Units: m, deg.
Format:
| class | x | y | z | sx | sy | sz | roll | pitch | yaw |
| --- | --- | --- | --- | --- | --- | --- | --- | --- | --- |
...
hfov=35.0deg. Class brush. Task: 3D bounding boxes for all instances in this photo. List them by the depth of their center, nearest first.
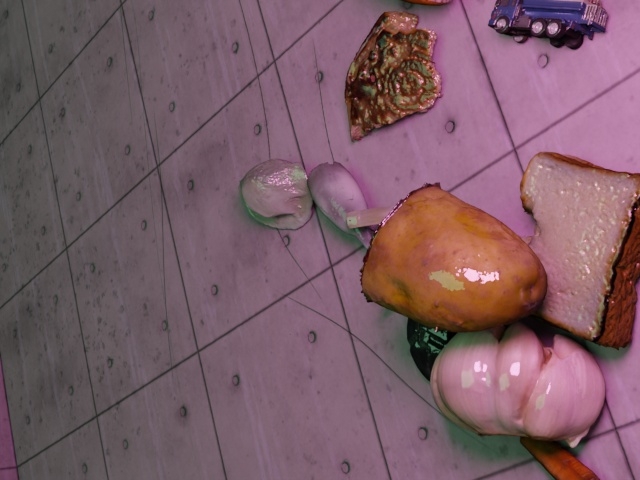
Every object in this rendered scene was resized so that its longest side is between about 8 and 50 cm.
| class | x | y | z | sx | sy | sz | roll | pitch | yaw |
| --- | --- | --- | --- | --- | --- | --- | --- | --- | --- |
| brush | 0.133 | -0.051 | 1.880 | 0.179 | 0.030 | 0.033 | -10 | 89 | 11 |

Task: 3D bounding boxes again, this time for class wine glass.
| class | x | y | z | sx | sy | sz | roll | pitch | yaw |
| --- | --- | --- | --- | --- | --- | --- | --- | --- | --- |
| wine glass | 0.000 | 0.000 | 1.928 | 0.309 | 0.264 | 0.096 | 58 | 154 | 33 |

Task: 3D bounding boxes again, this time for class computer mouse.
| class | x | y | z | sx | sy | sz | roll | pitch | yaw |
| --- | --- | --- | --- | --- | --- | --- | --- | --- | --- |
| computer mouse | 0.202 | 0.168 | 1.830 | 0.106 | 0.062 | 0.192 | -8 | 83 | 47 |

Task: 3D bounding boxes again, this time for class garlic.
| class | x | y | z | sx | sy | sz | roll | pitch | yaw |
| --- | --- | --- | --- | --- | --- | --- | --- | --- | --- |
| garlic | 0.298 | 0.213 | 1.635 | 0.281 | 0.185 | 0.203 | -5 | 67 | 48 |

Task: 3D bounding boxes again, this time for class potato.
| class | x | y | z | sx | sy | sz | roll | pitch | yaw |
| --- | --- | --- | --- | --- | --- | --- | --- | --- | --- |
| potato | 0.224 | 0.052 | 1.583 | 0.266 | 0.229 | 0.229 | 33 | 111 | 43 |

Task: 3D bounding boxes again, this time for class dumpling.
| class | x | y | z | sx | sy | sz | roll | pitch | yaw |
| --- | --- | --- | --- | --- | --- | --- | --- | --- | --- |
| dumpling | -0.105 | -0.098 | 2.155 | 0.219 | 0.108 | 0.152 | -15 | 76 | 49 |

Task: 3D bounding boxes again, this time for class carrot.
| class | x | y | z | sx | sy | sz | roll | pitch | yaw |
| --- | --- | --- | --- | --- | --- | --- | --- | --- | --- |
| carrot | 0.385 | 0.360 | 1.625 | 0.161 | 0.055 | 0.055 | 45 | 119 | 47 |

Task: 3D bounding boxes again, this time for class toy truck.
| class | x | y | z | sx | sy | sz | roll | pitch | yaw |
| --- | --- | --- | --- | --- | --- | --- | --- | --- | --- |
| toy truck | 0.374 | -0.371 | 1.674 | 0.202 | 0.074 | 0.088 | 19 | 96 | 46 |

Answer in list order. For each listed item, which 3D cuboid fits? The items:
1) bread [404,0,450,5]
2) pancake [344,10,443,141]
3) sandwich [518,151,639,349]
| class | x | y | z | sx | sy | sz | roll | pitch | yaw |
| --- | --- | --- | --- | --- | --- | --- | --- | --- | --- |
| bread | 0.149 | -0.514 | 1.857 | 0.250 | 0.179 | 0.133 | 41 | 121 | 41 |
| pancake | 0.129 | -0.325 | 1.955 | 0.257 | 0.056 | 0.212 | -21 | 79 | 37 |
| sandwich | 0.401 | 0.007 | 1.600 | 0.249 | 0.095 | 0.273 | 25 | 106 | 47 |
